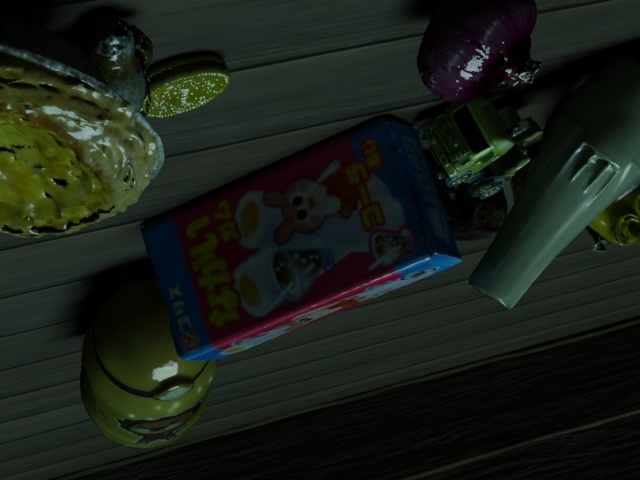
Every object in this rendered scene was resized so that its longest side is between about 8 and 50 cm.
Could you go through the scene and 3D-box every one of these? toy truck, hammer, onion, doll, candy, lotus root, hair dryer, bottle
[{"bbox_3d":[0.176,-0.104,1.827,0.100,0.077,0.169,-33,164,16],"label":"toy truck"},{"bbox_3d":[0.000,0.000,2.053,0.409,0.095,0.242,-22,169,40],"label":"hammer"},{"bbox_3d":[0.135,-0.162,1.449,0.115,0.104,0.115,-53,170,-14],"label":"onion"},{"bbox_3d":[0.302,-0.056,2.087,0.143,0.135,0.221,-53,-161,-16],"label":"doll"},{"bbox_3d":[-0.024,0.004,1.813,0.306,0.157,0.100,-23,167,20],"label":"candy"},{"bbox_3d":[-0.173,-0.106,1.301,0.088,0.088,0.165,-7,154,-43],"label":"lotus root"},{"bbox_3d":[0.247,-0.047,1.863,0.296,0.119,0.298,-54,-178,-18],"label":"hair dryer"},{"bbox_3d":[-0.209,0.142,2.122,0.171,0.171,0.351,-16,167,-11],"label":"bottle"}]

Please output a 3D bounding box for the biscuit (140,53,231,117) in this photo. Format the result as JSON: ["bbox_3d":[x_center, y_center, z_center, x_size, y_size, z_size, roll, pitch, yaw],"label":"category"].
[{"bbox_3d":[-0.114,-0.126,1.421,0.084,0.023,0.084,-19,167,-5],"label":"biscuit"}]

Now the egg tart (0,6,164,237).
[{"bbox_3d":[-0.219,-0.086,1.189,0.234,0.094,0.234,7,156,3],"label":"egg tart"}]
